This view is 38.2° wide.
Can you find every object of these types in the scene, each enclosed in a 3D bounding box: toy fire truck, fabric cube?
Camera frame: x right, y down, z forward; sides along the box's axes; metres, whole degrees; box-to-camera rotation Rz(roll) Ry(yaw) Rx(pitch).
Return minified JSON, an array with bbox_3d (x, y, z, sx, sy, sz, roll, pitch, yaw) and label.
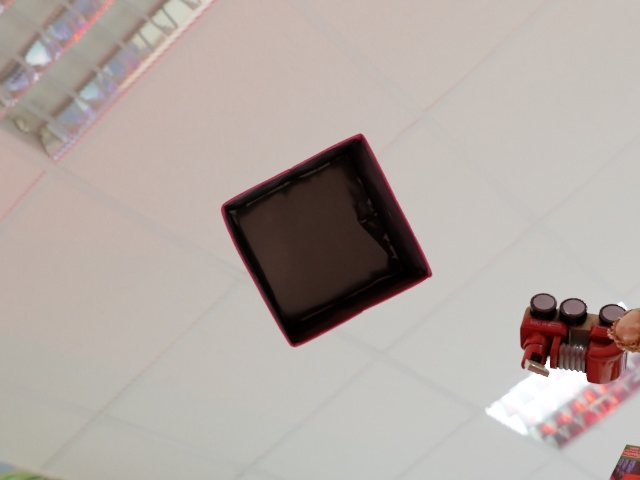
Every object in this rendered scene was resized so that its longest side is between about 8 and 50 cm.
[{"bbox_3d":[0.496,0.226,1.848,0.217,0.246,0.158,9,-46,22],"label":"toy fire truck"},{"bbox_3d":[0.000,0.000,1.537,0.259,0.258,0.254,-27,-87,-4],"label":"fabric cube"}]

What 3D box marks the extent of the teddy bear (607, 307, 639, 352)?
[{"bbox_3d":[0.646,0.127,1.549,0.338,0.113,0.245,-22,6,-42],"label":"teddy bear"}]

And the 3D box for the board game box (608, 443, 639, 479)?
[{"bbox_3d":[0.369,0.331,1.021,0.039,0.160,0.211,48,-117,-24],"label":"board game box"}]
